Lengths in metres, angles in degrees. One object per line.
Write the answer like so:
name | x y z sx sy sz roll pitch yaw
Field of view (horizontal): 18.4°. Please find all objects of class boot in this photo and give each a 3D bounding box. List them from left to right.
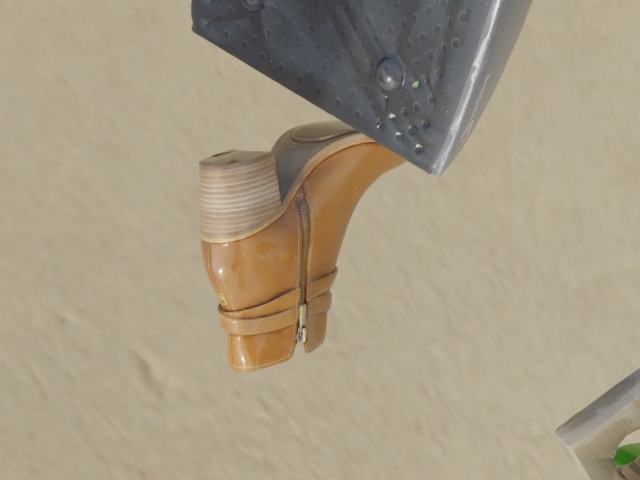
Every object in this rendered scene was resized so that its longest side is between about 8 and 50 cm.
boot | 0.000 0.000 1.997 0.109 0.283 0.220 7 110 43

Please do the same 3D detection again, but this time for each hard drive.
hard drive | 0.031 -0.173 0.816 0.172 0.255 0.054 33 36 32

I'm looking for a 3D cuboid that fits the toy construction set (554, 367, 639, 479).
toy construction set | 0.224 0.106 0.637 0.257 0.309 0.237 -63 26 0
